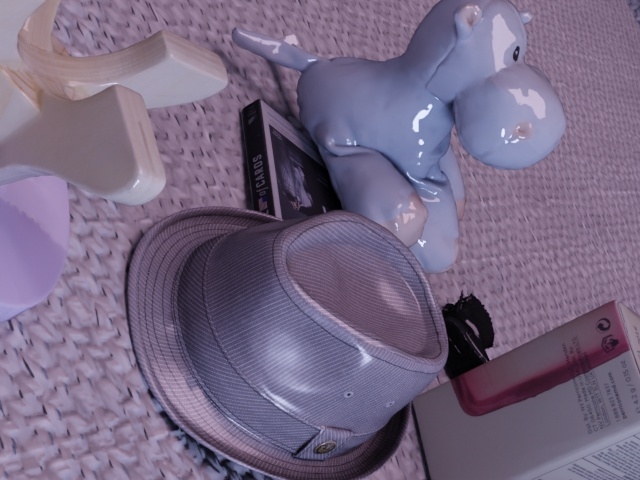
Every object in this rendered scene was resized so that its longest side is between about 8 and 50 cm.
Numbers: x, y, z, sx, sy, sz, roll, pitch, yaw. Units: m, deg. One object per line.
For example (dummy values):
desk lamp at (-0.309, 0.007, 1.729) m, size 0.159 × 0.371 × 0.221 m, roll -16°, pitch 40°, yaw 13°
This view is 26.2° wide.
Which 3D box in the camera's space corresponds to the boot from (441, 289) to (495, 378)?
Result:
boot at (0.164, 0.117, 1.461) m, size 0.121 × 0.045 × 0.099 m, roll 60°, pitch 23°, yaw -1°

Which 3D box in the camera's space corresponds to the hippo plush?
hippo plush at (0.118, -0.138, 1.348) m, size 0.294 × 0.236 × 0.234 m, roll 61°, pitch 23°, yaw 9°

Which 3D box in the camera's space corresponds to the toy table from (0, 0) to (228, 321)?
toy table at (-0.194, -0.104, 0.905) m, size 0.252 × 0.161 × 0.274 m, roll 0°, pitch 63°, yaw -61°

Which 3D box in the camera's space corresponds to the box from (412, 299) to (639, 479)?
box at (0.229, 0.175, 1.300) m, size 0.148 × 0.232 × 0.127 m, roll 30°, pitch 40°, yaw -47°

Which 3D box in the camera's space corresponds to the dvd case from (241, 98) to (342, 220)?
dvd case at (0.000, 0.000, 1.290) m, size 0.179 × 0.029 × 0.239 m, roll 37°, pitch 32°, yaw -41°

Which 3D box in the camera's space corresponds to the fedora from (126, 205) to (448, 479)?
fedora at (-0.002, 0.059, 1.067) m, size 0.275 × 0.124 × 0.244 m, roll 25°, pitch 45°, yaw -35°
